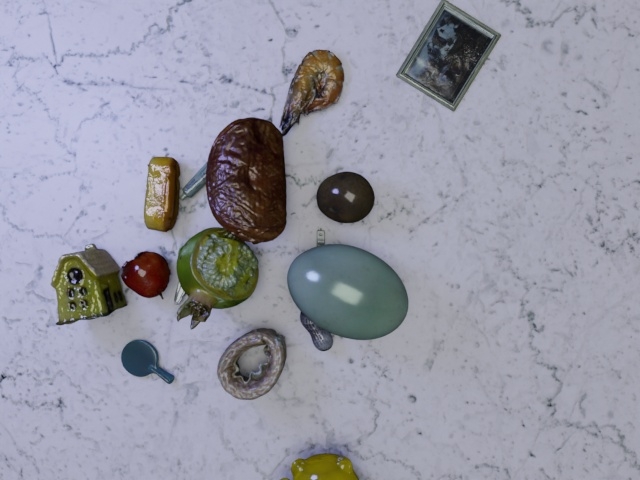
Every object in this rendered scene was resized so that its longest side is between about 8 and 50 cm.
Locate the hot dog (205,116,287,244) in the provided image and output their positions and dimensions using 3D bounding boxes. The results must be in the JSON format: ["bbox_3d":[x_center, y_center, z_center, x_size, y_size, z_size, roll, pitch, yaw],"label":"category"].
[{"bbox_3d":[-0.209,-0.177,1.594,0.266,0.174,0.388,6,77,-40],"label":"hot dog"}]

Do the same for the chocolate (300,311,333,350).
[{"bbox_3d":[-0.014,0.289,1.713,0.072,0.072,0.167,-29,94,2],"label":"chocolate"}]

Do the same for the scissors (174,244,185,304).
[{"bbox_3d":[-0.449,0.117,1.733,0.101,0.027,0.204,21,91,1],"label":"scissors"}]

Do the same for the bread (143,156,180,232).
[{"bbox_3d":[-0.508,-0.149,1.690,0.094,0.102,0.246,5,91,7],"label":"bread"}]

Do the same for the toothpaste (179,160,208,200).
[{"bbox_3d":[-0.385,-0.213,1.716,0.064,0.041,0.218,44,88,5],"label":"toothpaste"}]

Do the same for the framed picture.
[{"bbox_3d":[0.420,-0.608,1.698,0.232,0.019,0.296,31,92,0],"label":"framed picture"}]

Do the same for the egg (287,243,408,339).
[{"bbox_3d":[0.083,0.157,1.604,0.388,0.276,0.276,20,92,2],"label":"egg"}]

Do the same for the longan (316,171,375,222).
[{"bbox_3d":[0.079,-0.136,1.649,0.187,0.167,0.168,-3,92,11],"label":"longan"}]

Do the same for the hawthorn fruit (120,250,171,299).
[{"bbox_3d":[-0.553,0.120,1.680,0.148,0.148,0.172,-29,100,2],"label":"hawthorn fruit"}]

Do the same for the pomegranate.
[{"bbox_3d":[-0.333,0.114,1.603,0.260,0.260,0.341,31,54,-1],"label":"pomegranate"}]

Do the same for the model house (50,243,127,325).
[{"bbox_3d":[-0.749,0.133,1.656,0.174,0.193,0.234,-15,92,4],"label":"model house"}]

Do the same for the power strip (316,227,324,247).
[{"bbox_3d":[0.000,0.000,1.729,0.027,0.017,0.083,0,94,-1],"label":"power strip"}]

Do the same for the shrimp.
[{"bbox_3d":[-0.028,-0.468,1.690,0.164,0.062,0.317,27,90,-3],"label":"shrimp"}]

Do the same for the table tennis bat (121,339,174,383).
[{"bbox_3d":[-0.579,0.417,1.745,0.201,0.033,0.124,34,94,2],"label":"table tennis bat"}]

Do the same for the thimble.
[{"bbox_3d":[-0.217,0.394,1.685,0.196,0.148,0.229,26,90,2],"label":"thimble"}]

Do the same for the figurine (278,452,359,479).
[{"bbox_3d":[0.023,0.850,1.659,0.323,0.231,0.340,-10,97,6],"label":"figurine"}]
